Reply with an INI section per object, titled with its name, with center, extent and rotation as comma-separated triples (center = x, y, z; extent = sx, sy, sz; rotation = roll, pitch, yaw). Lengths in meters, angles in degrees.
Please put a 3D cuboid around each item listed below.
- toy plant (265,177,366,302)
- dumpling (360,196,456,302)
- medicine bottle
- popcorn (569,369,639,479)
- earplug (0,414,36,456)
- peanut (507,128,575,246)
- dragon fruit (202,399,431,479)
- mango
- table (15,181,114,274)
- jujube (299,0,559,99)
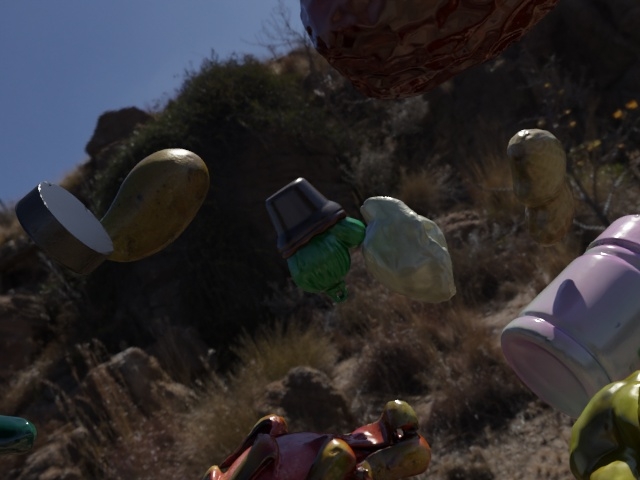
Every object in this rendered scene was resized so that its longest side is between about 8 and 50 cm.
[toy plant]
center = 0.000, 0.000, 0.975
extent = 0.143, 0.200, 0.105
rotation = -36, 11, -15
[dumpling]
center = 0.148, 0.015, 1.105
extent = 0.132, 0.250, 0.162
rotation = -30, -47, -17
[medicine bottle]
center = 0.495, 0.130, 1.089
extent = 0.325, 0.212, 0.212
rotation = -40, -2, -18
[popcorn]
center = 0.350, 0.145, 0.420
extent = 0.293, 0.292, 0.334
rotation = -53, -25, -18
[earplug]
center = -0.497, 0.188, 0.749
extent = 0.164, 0.257, 0.280
rotation = -30, -4, -12
[peanut]
center = 0.372, -0.087, 1.052
extent = 0.104, 0.227, 0.086
rotation = -44, 34, -23
[dragon fruit]
center = -0.012, 0.338, 0.782
extent = 0.308, 0.243, 0.227
rotation = -8, -38, 15
[mango]
center = -0.389, -0.079, 1.480
extent = 0.329, 0.177, 0.175
rotation = -64, 5, -28
[table]
center = -0.345, -0.017, 0.851
extent = 0.043, 0.133, 0.133
rotation = -41, -6, 3
[jujube]
center = 0.074, -0.148, 0.330
extent = 0.176, 0.109, 0.112
rotation = -30, 12, 24
